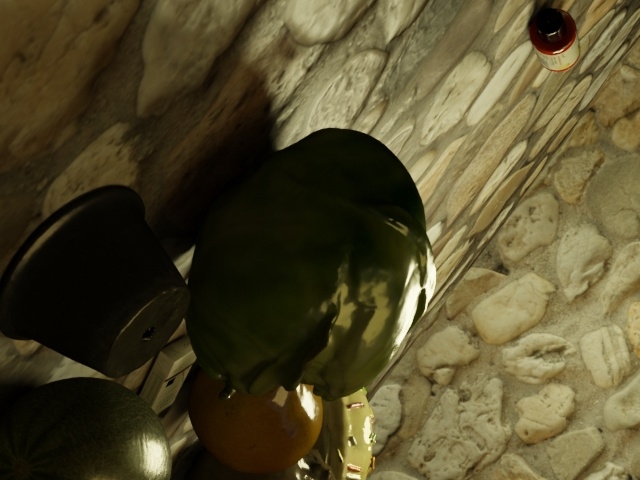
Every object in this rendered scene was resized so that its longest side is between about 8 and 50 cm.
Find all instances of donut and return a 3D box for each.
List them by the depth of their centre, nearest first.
[{"bbox_3d":[0.036,0.503,2.549,0.150,0.371,0.307,4,160,-19],"label":"donut"}]

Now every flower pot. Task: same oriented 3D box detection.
[{"bbox_3d":[-0.257,0.070,1.193,0.235,0.148,0.235,-44,162,-19],"label":"flower pot"}]

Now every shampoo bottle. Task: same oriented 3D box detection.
[{"bbox_3d":[0.535,-0.465,2.245,0.104,0.104,0.278,-54,164,8],"label":"shampoo bottle"}]

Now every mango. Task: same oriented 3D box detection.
[{"bbox_3d":[-0.126,0.322,1.915,0.378,0.263,0.221,92,-1,-58],"label":"mango"}]

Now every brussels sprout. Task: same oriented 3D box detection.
[{"bbox_3d":[0.004,0.025,1.437,0.361,0.342,0.425,-55,176,39],"label":"brussels sprout"}]

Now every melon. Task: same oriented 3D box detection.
[{"bbox_3d":[-0.333,0.305,1.344,0.237,0.237,0.302,-50,163,-3],"label":"melon"}]

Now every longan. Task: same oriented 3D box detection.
[{"bbox_3d":[-0.137,0.609,2.291,0.391,0.391,0.391,-46,163,-18],"label":"longan"}]

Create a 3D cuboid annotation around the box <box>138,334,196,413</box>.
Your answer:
[{"bbox_3d":[-0.269,0.240,1.716,0.084,0.040,0.154,-26,151,-54],"label":"box"}]
